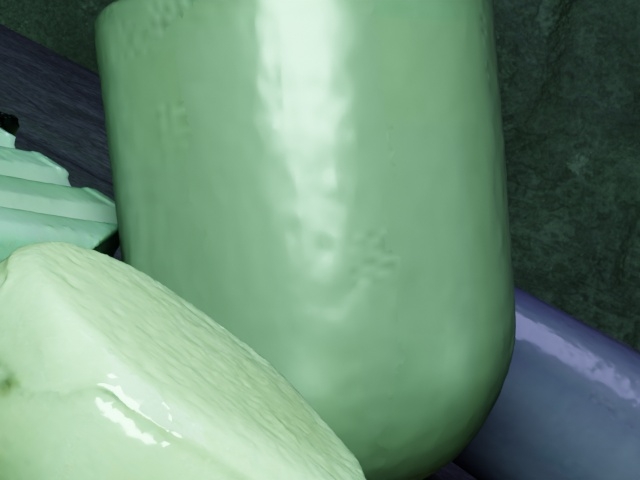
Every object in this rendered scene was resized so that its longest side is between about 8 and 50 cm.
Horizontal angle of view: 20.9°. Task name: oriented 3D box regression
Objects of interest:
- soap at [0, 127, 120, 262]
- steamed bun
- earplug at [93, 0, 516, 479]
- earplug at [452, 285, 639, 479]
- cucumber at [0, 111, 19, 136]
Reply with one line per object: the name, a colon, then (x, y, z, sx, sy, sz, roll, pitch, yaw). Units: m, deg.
soap: (-0.331, -0.005, 1.283, 0.261, 0.156, 0.446, 33, 9, 26)
steamed bun: (-0.114, 0.141, 1.022, 0.283, 0.177, 0.283, 36, 8, -6)
earplug: (0.000, 0.000, 1.348, 0.313, 0.394, 0.312, -7, -2, 0)
earplug: (0.239, 0.176, 1.681, 0.456, 0.215, 0.215, 32, 8, -6)
cucumber: (-0.473, -0.162, 2.146, 0.044, 0.043, 0.257, 28, 8, 34)
